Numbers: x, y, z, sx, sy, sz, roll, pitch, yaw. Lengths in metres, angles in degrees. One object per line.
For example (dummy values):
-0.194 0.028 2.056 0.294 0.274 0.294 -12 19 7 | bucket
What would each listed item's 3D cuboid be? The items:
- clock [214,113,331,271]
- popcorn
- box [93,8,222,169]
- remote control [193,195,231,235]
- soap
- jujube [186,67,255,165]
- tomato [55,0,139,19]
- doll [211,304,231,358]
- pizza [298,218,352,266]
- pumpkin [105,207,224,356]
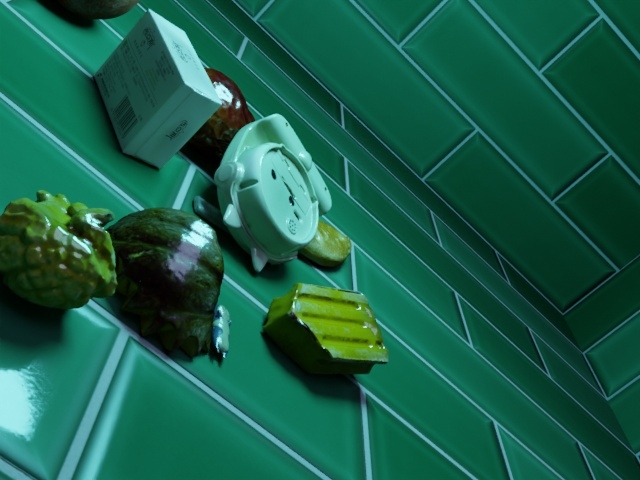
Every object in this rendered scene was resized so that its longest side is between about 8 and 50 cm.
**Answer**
-0.101 -0.084 1.652 0.265 0.108 0.324 58 31 -27 | clock
-0.346 0.010 1.035 0.173 0.142 0.173 17 38 -14 | popcorn
-0.331 -0.302 1.588 0.111 0.194 0.260 27 28 -46 | box
-0.206 -0.045 1.613 0.124 0.018 0.053 35 23 -32 | remote control
0.008 0.168 1.500 0.257 0.080 0.160 13 49 -48 | soap
-0.226 -0.263 1.782 0.255 0.190 0.190 44 17 -33 | jujube
-0.504 -0.627 1.787 0.265 0.265 0.265 41 19 -18 | tomato
-0.163 0.147 1.298 0.037 0.027 0.125 51 14 -31 | doll
0.002 0.005 1.910 0.134 0.056 0.271 52 20 8 | pizza
-0.226 0.044 1.196 0.254 0.149 0.130 50 11 5 | pumpkin
